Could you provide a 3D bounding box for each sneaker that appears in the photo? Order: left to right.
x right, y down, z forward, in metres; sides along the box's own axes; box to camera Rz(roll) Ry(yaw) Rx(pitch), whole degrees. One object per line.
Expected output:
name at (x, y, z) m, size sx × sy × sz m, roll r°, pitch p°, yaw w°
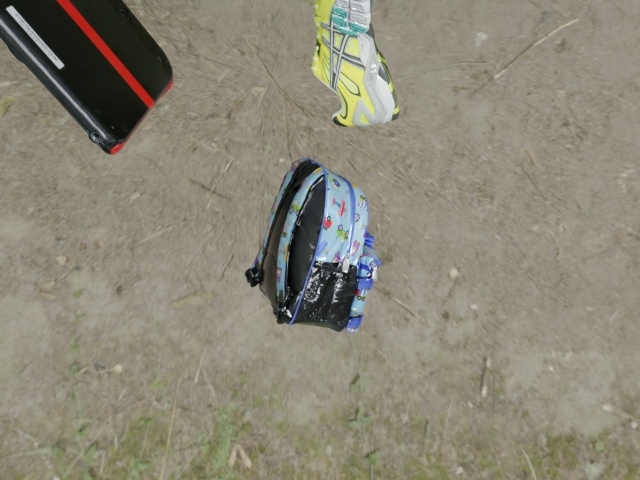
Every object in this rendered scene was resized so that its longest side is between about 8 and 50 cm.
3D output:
sneaker at (0.038, -0.396, 1.480) m, size 0.147 × 0.145 × 0.385 m, roll -18°, pitch 112°, yaw 11°
sneaker at (0.051, -0.347, 0.944) m, size 0.065 × 0.076 × 0.166 m, roll 17°, pitch 144°, yaw -1°

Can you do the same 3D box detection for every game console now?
game console at (-0.402, -0.344, 1.166) m, size 0.060 × 0.342 × 0.386 m, roll -30°, pitch 113°, yaw 24°

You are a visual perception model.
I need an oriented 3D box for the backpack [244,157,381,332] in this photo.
backpack at (0.000, 0.000, 0.843) m, size 0.116 × 0.158 × 0.173 m, roll 11°, pitch 102°, yaw -23°
